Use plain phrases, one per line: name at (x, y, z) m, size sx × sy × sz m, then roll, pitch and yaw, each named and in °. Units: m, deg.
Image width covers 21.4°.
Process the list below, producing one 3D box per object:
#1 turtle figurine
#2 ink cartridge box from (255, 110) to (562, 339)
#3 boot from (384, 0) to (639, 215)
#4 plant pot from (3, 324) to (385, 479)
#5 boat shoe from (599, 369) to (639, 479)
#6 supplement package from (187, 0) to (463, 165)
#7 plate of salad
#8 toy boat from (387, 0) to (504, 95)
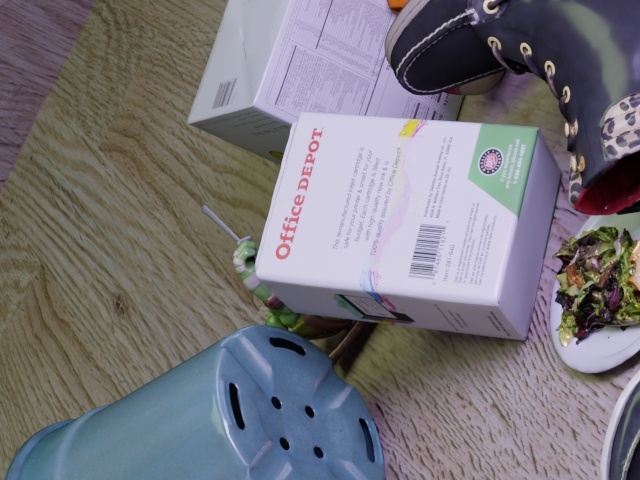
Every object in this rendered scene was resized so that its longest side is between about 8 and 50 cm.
turtle figurine at (0.000, 0.000, 2.041) m, size 0.266 × 0.198 × 0.274 m, roll -29°, pitch 49°, yaw 44°
ink cartridge box at (0.095, -0.018, 1.806) m, size 0.278 × 0.117 × 0.201 m, roll 6°, pitch 69°, yaw 25°
boot at (0.238, -0.159, 1.654) m, size 0.377 × 0.138 × 0.284 m, roll -24°, pitch 61°, yaw 29°
plant pot at (-0.127, 0.282, 1.927) m, size 0.334 × 0.341 × 0.341 m, roll -37°, pitch 37°, yaw 32°
boat shoe at (0.312, 0.139, 1.443) m, size 0.233 × 0.084 × 0.079 m, roll -62°, pitch 21°, yaw 4°
supplement package at (0.014, -0.192, 2.100) m, size 0.199 × 0.263 × 0.198 m, roll -5°, pitch 64°, yaw 62°
plate of salad at (0.281, 0.032, 1.642) m, size 0.200 × 0.048 × 0.199 m, roll -43°, pitch 34°, yaw 39°
toy boat at (0.153, -0.282, 2.002) m, size 0.151 × 0.151 × 0.231 m, roll 87°, pitch -170°, yaw -58°
